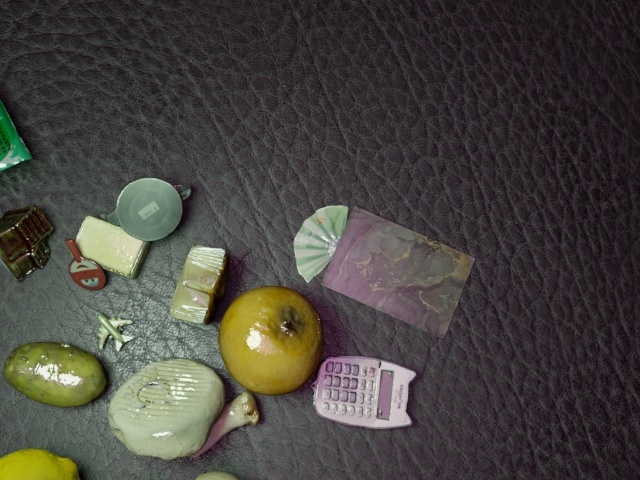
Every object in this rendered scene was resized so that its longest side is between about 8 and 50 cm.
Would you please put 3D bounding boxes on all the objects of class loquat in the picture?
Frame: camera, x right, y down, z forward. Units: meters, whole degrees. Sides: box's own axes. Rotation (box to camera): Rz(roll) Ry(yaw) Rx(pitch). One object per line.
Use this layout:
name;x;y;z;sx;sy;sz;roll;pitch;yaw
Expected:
loquat;-0.115;0.240;1.443;0.263;0.263;0.263;1;78;-4

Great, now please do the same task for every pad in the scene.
pad;0.213;0.083;1.621;0.368;0.007;0.247;24;78;-1

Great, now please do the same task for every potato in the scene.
potato;-0.639;0.325;1.455;0.251;0.113;0.149;13;70;-10

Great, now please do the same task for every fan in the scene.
fan;0.000;0.000;1.627;0.131;0.009;0.240;27;78;4

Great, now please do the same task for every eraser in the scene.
eraser;-0.541;0.019;1.550;0.172;0.058;0.117;20;81;0

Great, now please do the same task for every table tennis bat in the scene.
table tennis bat;-0.601;0.063;1.513;0.098;0.019;0.154;-7;119;17

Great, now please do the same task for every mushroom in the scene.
mushroom;-0.244;0.460;1.481;0.209;0.071;0.084;-33;114;-7

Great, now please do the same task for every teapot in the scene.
teapot;-0.446;-0.096;1.551;0.239;0.149;0.162;-25;112;-19

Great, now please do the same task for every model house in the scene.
model house;-0.760;-0.003;1.529;0.152;0.106;0.165;-36;119;-22

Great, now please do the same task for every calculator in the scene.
calculator;0.106;0.388;1.536;0.268;0.040;0.177;9;77;-2

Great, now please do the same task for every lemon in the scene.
lemon;-0.670;0.603;1.324;0.284;0.260;0.260;-22;81;-8

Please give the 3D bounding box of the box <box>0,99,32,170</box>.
box;-0.947;-0.233;1.549;0.337;0.106;0.264;-29;81;-9

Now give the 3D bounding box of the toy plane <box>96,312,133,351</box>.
toy plane;-0.530;0.226;1.518;0.102;0.040;0.111;-41;83;-13

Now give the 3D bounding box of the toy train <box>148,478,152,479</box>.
toy train;-0.423;0.667;1.325;0.159;0.272;0.188;-20;96;-5

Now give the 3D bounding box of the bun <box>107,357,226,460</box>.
bun;-0.360;0.403;1.420;0.273;0.168;0.273;-3;38;2

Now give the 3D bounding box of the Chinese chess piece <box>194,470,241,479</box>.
Chinese chess piece;-0.252;0.651;1.346;0.103;0.250;0.249;8;77;14

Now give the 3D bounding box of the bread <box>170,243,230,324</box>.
bread;-0.289;0.111;1.478;0.110;0.210;0.192;17;77;-6
